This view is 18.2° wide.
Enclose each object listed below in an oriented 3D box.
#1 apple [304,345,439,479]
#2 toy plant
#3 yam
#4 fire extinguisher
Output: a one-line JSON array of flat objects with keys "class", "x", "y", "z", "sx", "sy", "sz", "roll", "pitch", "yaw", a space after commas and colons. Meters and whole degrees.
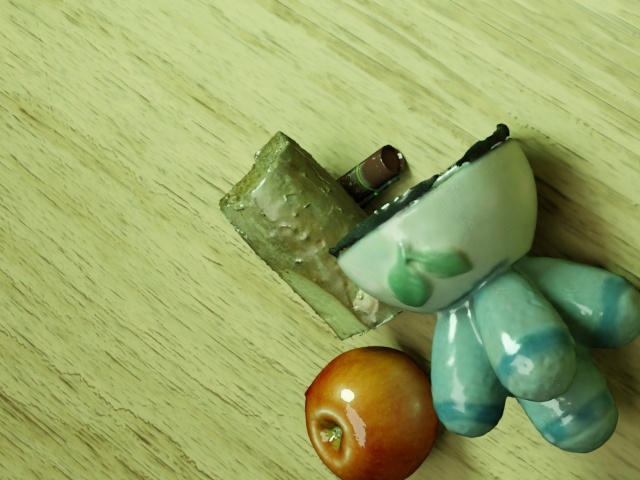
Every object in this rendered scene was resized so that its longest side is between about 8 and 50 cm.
[{"class": "apple", "x": 0.056, "y": 0.201, "z": 2.266, "sx": 0.163, "sy": 0.139, "sz": 0.163, "roll": 17, "pitch": 117, "yaw": 36}, {"class": "toy plant", "x": 0.190, "y": 0.075, "z": 2.056, "sx": 0.247, "sy": 0.247, "sz": 0.332, "roll": -37, "pitch": 86, "yaw": 44}, {"class": "yam", "x": 0.001, "y": -0.001, "z": 2.208, "sx": 0.129, "sy": 0.128, "sz": 0.238, "roll": -40, "pitch": 97, "yaw": 28}, {"class": "fire extinguisher", "x": 0.043, "y": -0.063, "z": 2.252, "sx": 0.132, "sy": 0.039, "sz": 0.056, "roll": -35, "pitch": 71, "yaw": 44}]
